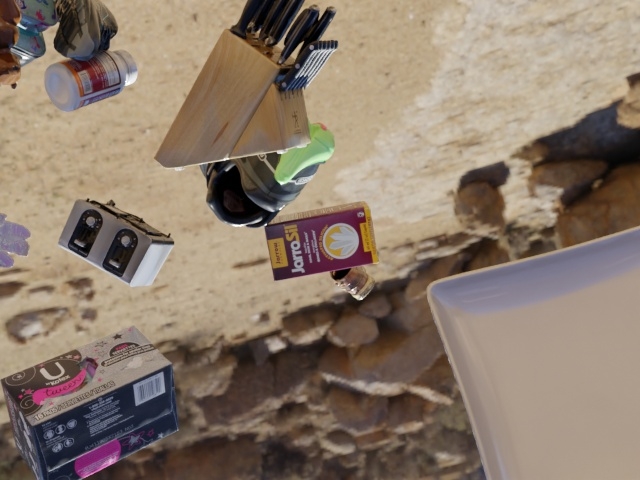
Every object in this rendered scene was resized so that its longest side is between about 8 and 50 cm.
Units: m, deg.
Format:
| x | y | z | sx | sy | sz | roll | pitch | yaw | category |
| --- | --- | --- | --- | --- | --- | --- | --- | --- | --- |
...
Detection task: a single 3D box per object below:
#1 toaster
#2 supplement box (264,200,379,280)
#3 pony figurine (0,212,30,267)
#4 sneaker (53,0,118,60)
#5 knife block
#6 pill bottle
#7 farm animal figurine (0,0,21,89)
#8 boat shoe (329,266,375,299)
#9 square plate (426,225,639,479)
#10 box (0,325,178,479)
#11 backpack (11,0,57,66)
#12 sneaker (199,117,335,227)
| x | y | z | sx | sy | sz | roll | pitch | yaw | category |
| --- | --- | --- | --- | --- | --- | --- | --- | --- | --- |
| -0.383 | 0.001 | 1.647 | 0.168 | 0.110 | 0.185 | 29 | -177 | 6 | toaster |
| 0.000 | 0.000 | 1.530 | 0.188 | 0.104 | 0.081 | -11 | -169 | -2 | supplement box |
| -0.687 | 0.072 | 1.392 | 0.351 | 0.363 | 0.303 | 23 | 120 | -18 | pony figurine |
| -0.385 | -0.365 | 1.454 | 0.106 | 0.267 | 0.101 | 26 | 111 | -33 | sneaker |
| -0.107 | -0.232 | 1.163 | 0.275 | 0.242 | 0.088 | -7 | -171 | 23 | knife block |
| -0.399 | -0.286 | 1.521 | 0.086 | 0.086 | 0.152 | -23 | -173 | 44 | pill bottle |
| -0.502 | -0.183 | 0.962 | 0.327 | 0.172 | 0.330 | 22 | -140 | 27 | farm animal figurine |
| 0.052 | 0.064 | 1.710 | 0.064 | 0.060 | 0.178 | -51 | -163 | -2 | boat shoe |
| 0.334 | 0.174 | 1.044 | 0.347 | 0.344 | 0.049 | -14 | 168 | -9 | square plate |
| -0.385 | 0.276 | 1.461 | 0.247 | 0.163 | 0.142 | -23 | -141 | -33 | box |
| -0.567 | -0.426 | 1.424 | 0.191 | 0.253 | 0.225 | -27 | 162 | 23 | backpack |
| -0.144 | -0.129 | 1.504 | 0.185 | 0.202 | 0.483 | 34 | 170 | -15 | sneaker |
